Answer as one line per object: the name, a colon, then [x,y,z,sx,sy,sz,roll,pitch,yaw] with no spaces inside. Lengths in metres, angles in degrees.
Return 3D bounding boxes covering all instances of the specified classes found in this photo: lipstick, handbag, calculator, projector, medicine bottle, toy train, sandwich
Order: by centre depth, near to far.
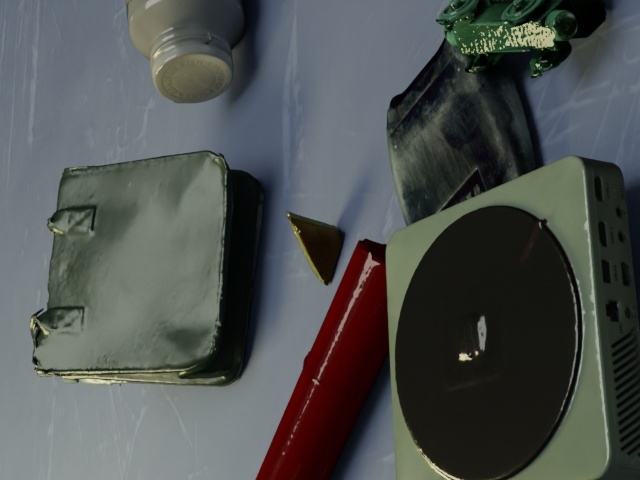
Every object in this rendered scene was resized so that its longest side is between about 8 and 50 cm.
projector: [0.158,0.088,1.497,0.259,0.079,0.257,-25,63,51]
toy train: [0.174,-0.194,1.583,0.099,0.070,0.172,-43,24,-20]
calculator: [0.128,-0.069,1.666,0.177,0.040,0.268,-52,42,40]
lipstick: [0.013,0.135,1.743,0.280,0.073,0.073,-66,31,16]
sandwich: [0.000,0.000,1.853,0.083,0.044,0.031,66,166,-23]
handbag: [-0.196,0.033,2.028,0.260,0.079,0.247,-2,76,30]
medicine bottle: [-0.157,-0.268,2.127,0.135,0.135,0.215,-46,42,42]
